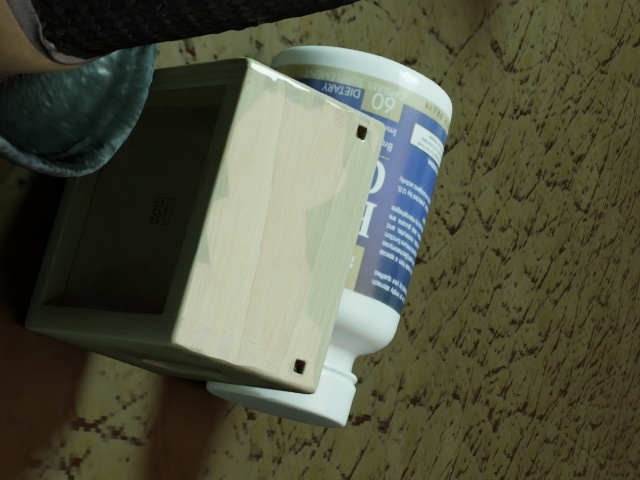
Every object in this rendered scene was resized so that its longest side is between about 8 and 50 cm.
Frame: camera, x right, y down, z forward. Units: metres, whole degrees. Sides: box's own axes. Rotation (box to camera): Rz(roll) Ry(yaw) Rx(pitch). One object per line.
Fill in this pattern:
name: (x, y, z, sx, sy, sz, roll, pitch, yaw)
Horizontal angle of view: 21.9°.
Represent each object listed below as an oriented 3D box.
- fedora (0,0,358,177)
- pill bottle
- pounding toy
fedora: (-0.033, -0.185, 0.525, 0.334, 0.152, 0.334, 2, 90, -77)
pill bottle: (0.000, 0.000, 0.801, 0.094, 0.094, 0.169, 38, 65, -63)
pounding toy: (-0.043, -0.010, 0.677, 0.100, 0.141, 0.130, 23, 76, -36)
